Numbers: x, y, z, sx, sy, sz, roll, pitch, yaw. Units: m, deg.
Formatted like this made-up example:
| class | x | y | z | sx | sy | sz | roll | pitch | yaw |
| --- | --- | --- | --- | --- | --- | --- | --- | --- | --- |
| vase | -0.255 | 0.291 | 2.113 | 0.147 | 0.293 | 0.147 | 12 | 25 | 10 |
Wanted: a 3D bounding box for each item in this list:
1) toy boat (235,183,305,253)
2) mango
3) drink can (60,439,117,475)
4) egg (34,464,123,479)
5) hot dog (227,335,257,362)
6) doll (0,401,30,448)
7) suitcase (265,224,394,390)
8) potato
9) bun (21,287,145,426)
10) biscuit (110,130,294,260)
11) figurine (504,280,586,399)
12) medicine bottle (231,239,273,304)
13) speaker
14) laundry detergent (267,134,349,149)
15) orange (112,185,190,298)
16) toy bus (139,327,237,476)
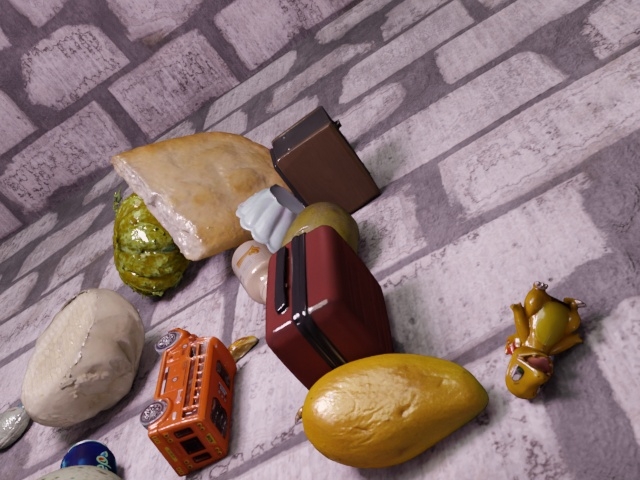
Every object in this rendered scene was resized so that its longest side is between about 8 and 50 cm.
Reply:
| class | x | y | z | sx | sy | sz | roll | pitch | yaw |
| --- | --- | --- | --- | --- | --- | --- | --- | --- | --- |
| toy boat | -0.104 | -0.058 | 1.829 | 0.100 | 0.199 | 0.290 | -53 | 21 | 14 |
| mango | 0.103 | 0.261 | 1.164 | 0.317 | 0.119 | 0.176 | -17 | 50 | 16 |
| drink can | -0.470 | 0.501 | 1.511 | 0.118 | 0.118 | 0.205 | -38 | 28 | 1 |
| egg | -0.423 | 0.539 | 1.212 | 0.288 | 0.287 | 0.379 | -22 | 23 | 29 |
| hot dog | -0.182 | 0.239 | 1.655 | 0.090 | 0.034 | 0.030 | -43 | 26 | -7 |
| doll | -0.840 | 0.501 | 2.017 | 0.214 | 0.071 | 0.103 | -53 | 22 | -12 |
| suitcase | 0.015 | 0.131 | 1.359 | 0.161 | 0.236 | 0.297 | -31 | 27 | 16 |
| potato | 0.000 | 0.000 | 1.673 | 0.174 | 0.159 | 0.251 | -1 | 27 | 6 |
| bun | -0.572 | 0.299 | 1.859 | 0.360 | 0.211 | 0.359 | -33 | 35 | 27 |
| biscuit | -0.283 | -0.151 | 2.042 | 0.446 | 0.104 | 0.429 | -19 | 51 | -28 |
| figurine | 0.317 | 0.158 | 1.129 | 0.176 | 0.121 | 0.122 | -65 | 7 | -25 |
| medicine bottle | -0.126 | 0.088 | 1.734 | 0.114 | 0.114 | 0.252 | -40 | 28 | -3 |
| speaker | 0.011 | -0.181 | 1.852 | 0.193 | 0.231 | 0.153 | -34 | 27 | 7 |
| laundry detergent | -0.058 | -0.247 | 2.198 | 0.335 | 0.088 | 0.159 | -7 | 45 | 45 |
| orange | -0.470 | 0.005 | 2.114 | 0.223 | 0.300 | 0.301 | -5 | 30 | -19 |
| toy bus | -0.259 | 0.308 | 1.536 | 0.153 | 0.143 | 0.329 | -22 | 29 | 9 |
